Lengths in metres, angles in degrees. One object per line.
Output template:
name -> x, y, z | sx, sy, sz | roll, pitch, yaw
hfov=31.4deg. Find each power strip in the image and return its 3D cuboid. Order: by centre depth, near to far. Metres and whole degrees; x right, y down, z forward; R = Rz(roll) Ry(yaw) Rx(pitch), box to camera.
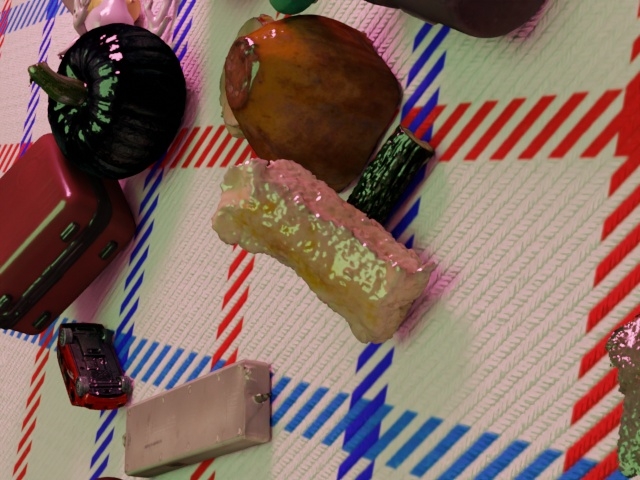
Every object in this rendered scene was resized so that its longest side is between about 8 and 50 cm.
power strip -> -0.169, 0.244, 1.532 | 0.367, 0.043, 0.106 | -27, 58, 50

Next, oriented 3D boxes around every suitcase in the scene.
suitcase -> -0.463, -0.010, 1.891 | 0.297, 0.161, 0.236 | -45, 46, 16

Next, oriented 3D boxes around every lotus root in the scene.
lotus root -> -0.035, -0.169, 1.354 | 0.199, 0.180, 0.188 | -61, 40, 24

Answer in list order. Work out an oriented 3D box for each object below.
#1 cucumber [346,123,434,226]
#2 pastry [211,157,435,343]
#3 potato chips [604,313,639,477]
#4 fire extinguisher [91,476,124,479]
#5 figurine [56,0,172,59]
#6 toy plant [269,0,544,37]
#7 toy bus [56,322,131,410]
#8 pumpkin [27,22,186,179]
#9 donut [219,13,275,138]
cucumber -> 0.060, -0.044, 1.274 | 0.187, 0.058, 0.058 | -59, 37, 26
pastry -> -0.001, 0.006, 1.235 | 0.258, 0.089, 0.121 | 35, 111, 22
potato chips -> 0.290, 0.072, 0.894 | 0.167, 0.059, 0.228 | 140, 132, -56
fire extinguisher -> -0.229, 0.423, 1.491 | 0.337, 0.114, 0.135 | 13, 75, 57
figurine -> -0.364, -0.426, 1.920 | 0.315, 0.207, 0.284 | 57, 137, 42
toy plant -> 0.071, -0.342, 1.237 | 0.400, 0.185, 0.279 | 42, 110, 47
toy bus -> -0.366, 0.212, 1.806 | 0.195, 0.081, 0.089 | 55, 134, 49
pumpkin -> -0.344, -0.222, 1.769 | 0.248, 0.248, 0.247 | -24, 60, 51
donut -> -0.080, -0.216, 1.524 | 0.175, 0.068, 0.174 | -34, 51, 55
